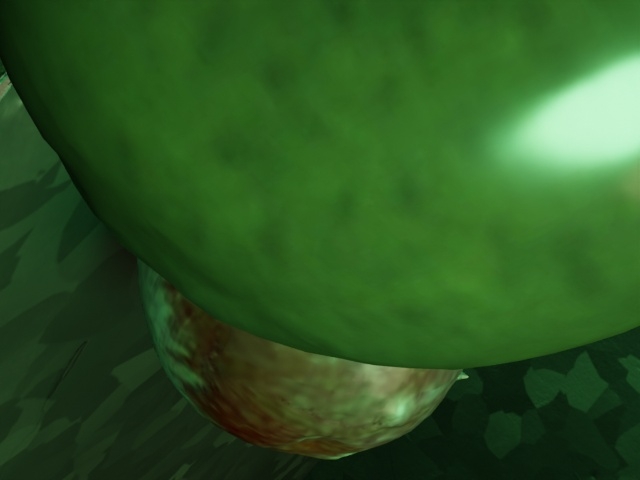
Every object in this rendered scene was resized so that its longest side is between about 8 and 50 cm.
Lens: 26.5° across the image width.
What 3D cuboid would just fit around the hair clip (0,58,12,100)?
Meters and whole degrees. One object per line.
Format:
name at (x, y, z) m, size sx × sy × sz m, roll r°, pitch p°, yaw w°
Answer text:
hair clip at (-0.156, -0.133, 0.812) m, size 0.229 × 0.039 × 0.070 m, roll -42°, pitch 164°, yaw -15°

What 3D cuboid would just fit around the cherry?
cherry at (-0.001, -0.007, 1.093) m, size 0.326 × 0.291 × 0.335 m, roll -102°, pitch -166°, yaw -74°

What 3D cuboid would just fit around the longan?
longan at (0.044, -0.120, 0.538) m, size 0.361 × 0.361 × 0.361 m, roll -42°, pitch 165°, yaw -13°
